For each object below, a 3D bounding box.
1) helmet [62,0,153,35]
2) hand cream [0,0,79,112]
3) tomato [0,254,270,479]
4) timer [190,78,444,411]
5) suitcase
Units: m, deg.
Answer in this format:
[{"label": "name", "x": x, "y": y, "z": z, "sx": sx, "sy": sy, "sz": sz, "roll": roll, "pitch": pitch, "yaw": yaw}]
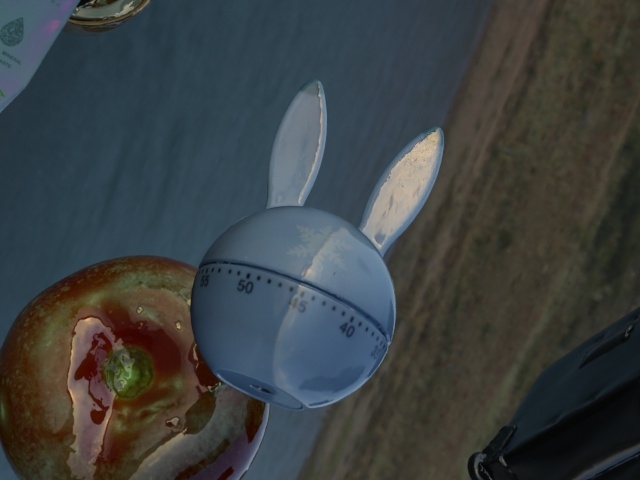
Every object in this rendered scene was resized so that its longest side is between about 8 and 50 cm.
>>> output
[{"label": "helmet", "x": -0.332, "y": -0.364, "z": 1.425, "sx": 0.198, "sy": 0.224, "sz": 0.130, "roll": -42, "pitch": -176, "yaw": -24}, {"label": "hand cream", "x": -0.309, "y": -0.220, "z": 1.088, "sx": 0.275, "sy": 0.050, "sz": 0.079, "roll": -58, "pitch": 158, "yaw": 1}, {"label": "tomato", "x": -0.182, "y": 0.155, "z": 1.057, "sx": 0.222, "sy": 0.270, "sz": 0.270, "roll": 105, "pitch": 11, "yaw": -71}, {"label": "timer", "x": -0.007, "y": 0.018, "z": 0.843, "sx": 0.175, "sy": 0.175, "sz": 0.255, "roll": 104, "pitch": 6, "yaw": -47}, {"label": "suitcase", "x": 0.383, "y": 0.200, "z": 1.289, "sx": 0.345, "sy": 0.188, "sz": 0.339, "roll": -43, "pitch": 178, "yaw": 36}]
